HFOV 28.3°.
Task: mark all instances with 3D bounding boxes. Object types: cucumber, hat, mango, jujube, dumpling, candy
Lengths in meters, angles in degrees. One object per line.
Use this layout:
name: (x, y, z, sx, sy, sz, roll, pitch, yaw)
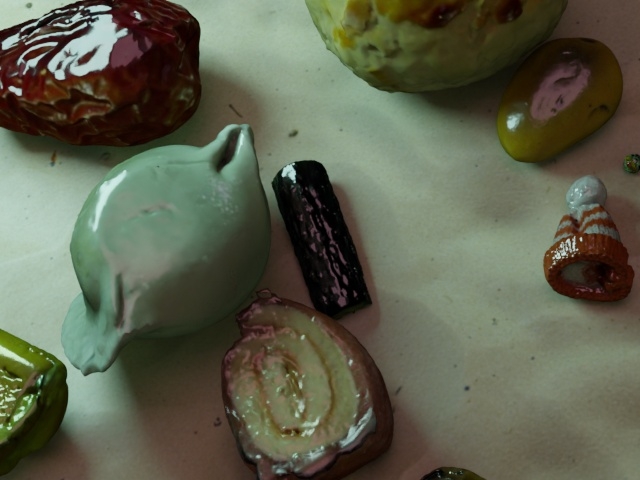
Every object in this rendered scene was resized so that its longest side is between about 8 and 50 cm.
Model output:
cucumber: (0.001, -0.002, 1.624, 0.078, 0.062, 0.211, -18, 61, -3)
hat: (0.336, -0.009, 1.587, 0.112, 0.093, 0.162, 9, 45, 1)
mango: (0.311, -0.183, 1.664, 0.137, 0.098, 0.195, 34, 76, 18)
jujube: (-0.325, -0.227, 1.719, 0.342, 0.216, 0.216, 1, 62, 14)
dumpling: (-0.193, -0.009, 1.535, 0.320, 0.212, 0.270, -22, 32, -29)
candy: (0.430, -0.113, 1.657, 0.083, 0.023, 0.025, -29, 54, -19)

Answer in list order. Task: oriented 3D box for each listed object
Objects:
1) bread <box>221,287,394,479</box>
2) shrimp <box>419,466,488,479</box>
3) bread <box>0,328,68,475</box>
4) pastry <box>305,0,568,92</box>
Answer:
bread: (-0.020, 0.179, 1.499, 0.190, 0.123, 0.244, -20, 62, -6)
shrimp: (0.197, 0.359, 1.412, 0.117, 0.066, 0.262, -44, 50, 0)
bread: (-0.484, 0.159, 1.573, 0.383, 0.112, 0.166, 24, 66, 19)
pastry: (0.146, -0.386, 1.653, 0.388, 0.313, 0.388, -9, 54, 12)
